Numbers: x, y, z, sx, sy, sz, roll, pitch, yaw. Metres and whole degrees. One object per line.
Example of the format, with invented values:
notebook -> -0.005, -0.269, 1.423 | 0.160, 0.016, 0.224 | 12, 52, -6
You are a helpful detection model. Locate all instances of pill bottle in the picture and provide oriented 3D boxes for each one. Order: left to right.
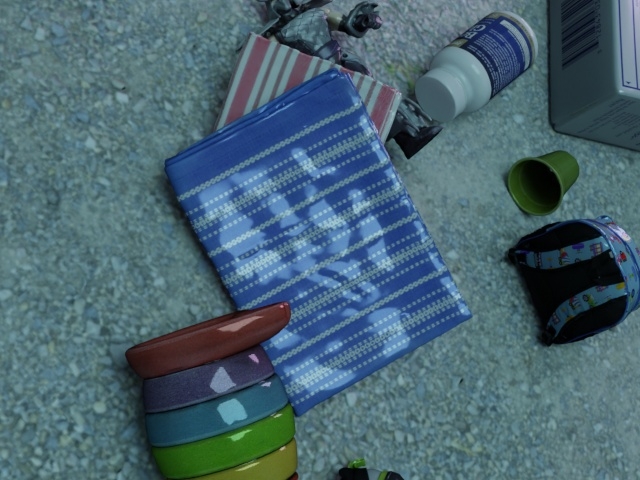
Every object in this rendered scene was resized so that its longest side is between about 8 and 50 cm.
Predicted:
pill bottle -> 0.204, -0.228, 1.481 | 0.169, 0.094, 0.094 | -40, 94, -30

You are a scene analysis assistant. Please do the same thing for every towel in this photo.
towel -> -0.018, -0.145, 1.317 | 0.197, 0.029, 0.144 | 21, 97, -1
towel -> 0.000, 0.000, 1.278 | 0.243, 0.040, 0.336 | -29, 95, -6

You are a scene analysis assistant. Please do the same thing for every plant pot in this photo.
plant pot -> 0.308, -0.086, 1.504 | 0.079, 0.083, 0.083 | -32, 90, -42

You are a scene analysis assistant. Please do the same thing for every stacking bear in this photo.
stacking bear -> -0.087, 0.228, 1.169 | 0.164, 0.175, 0.289 | -17, 90, -26

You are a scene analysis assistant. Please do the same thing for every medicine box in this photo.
medicine box -> 0.488, -0.272, 1.603 | 0.289, 0.149, 0.263 | 11, 70, -23

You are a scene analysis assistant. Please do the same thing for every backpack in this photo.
backpack -> 0.345, 0.040, 1.422 | 0.117, 0.173, 0.158 | -17, 82, -29

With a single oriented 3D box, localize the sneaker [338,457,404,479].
sneaker -> 0.017, 0.343, 1.218 | 0.097, 0.084, 0.235 | 13, 46, 21

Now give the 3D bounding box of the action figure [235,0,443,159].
action figure -> 0.020, -0.211, 1.383 | 0.185, 0.099, 0.285 | -38, 88, -12
